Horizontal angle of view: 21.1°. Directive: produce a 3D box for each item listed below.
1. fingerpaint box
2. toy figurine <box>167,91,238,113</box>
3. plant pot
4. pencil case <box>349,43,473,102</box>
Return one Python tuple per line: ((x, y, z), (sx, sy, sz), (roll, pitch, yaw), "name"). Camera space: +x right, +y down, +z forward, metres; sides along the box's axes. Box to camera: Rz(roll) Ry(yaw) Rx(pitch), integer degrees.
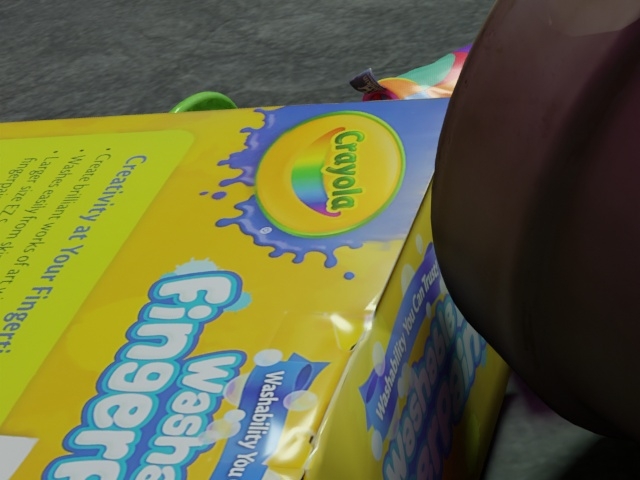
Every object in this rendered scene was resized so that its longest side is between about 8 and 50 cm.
((-0.146, 0.121, 0.701), (0.371, 0.163, 0.445), (-2, 31, 19), "fingerpaint box")
((0.000, 0.000, 0.943), (0.159, 0.130, 0.173), (19, 15, 22), "toy figurine")
((0.246, 0.014, 0.644), (0.323, 0.323, 0.280), (-22, 49, -17), "plant pot")
((0.131, -0.088, 1.028), (0.236, 0.104, 0.104), (-22, 31, -20), "pencil case")
